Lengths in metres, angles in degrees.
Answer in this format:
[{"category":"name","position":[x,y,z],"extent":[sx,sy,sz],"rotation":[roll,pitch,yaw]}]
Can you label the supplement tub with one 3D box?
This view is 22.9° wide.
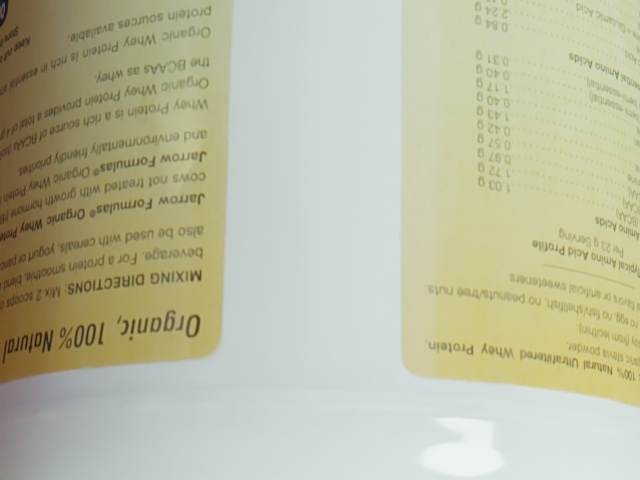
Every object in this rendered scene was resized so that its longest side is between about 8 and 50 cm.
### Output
[{"category":"supplement tub","position":[0.000,0.000,0.513],"extent":[0.228,0.228,0.316],"rotation":[6,74,-15]}]
